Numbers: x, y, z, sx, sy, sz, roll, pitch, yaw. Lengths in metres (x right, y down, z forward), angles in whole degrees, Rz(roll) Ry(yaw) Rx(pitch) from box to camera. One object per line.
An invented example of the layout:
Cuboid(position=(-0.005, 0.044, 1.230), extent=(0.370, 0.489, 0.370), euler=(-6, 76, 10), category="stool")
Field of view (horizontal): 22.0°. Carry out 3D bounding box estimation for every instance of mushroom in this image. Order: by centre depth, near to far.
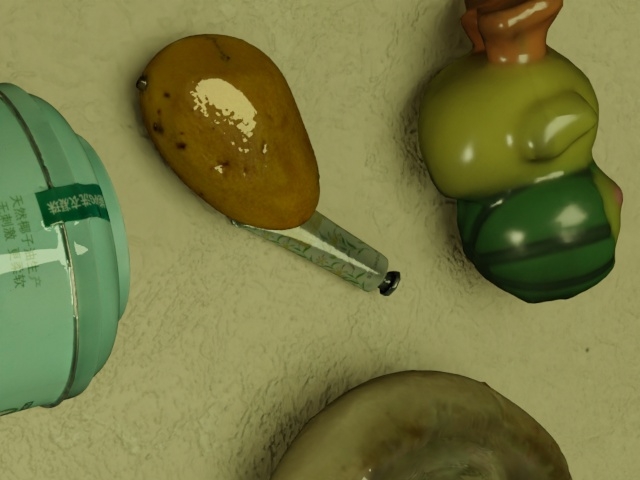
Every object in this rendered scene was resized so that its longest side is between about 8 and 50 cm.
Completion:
Cuboid(position=(0.115, 0.311, 1.635), extent=(0.362, 0.295, 0.362), euler=(-2, 94, -30), category="mushroom")

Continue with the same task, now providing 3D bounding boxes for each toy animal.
Cuboid(position=(0.204, -0.096, 1.738), extent=(0.191, 0.216, 0.338), euler=(-15, 104, -1), category="toy animal")

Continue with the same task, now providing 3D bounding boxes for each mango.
Cuboid(position=(-0.079, -0.105, 1.612), extent=(0.227, 0.109, 0.147), euler=(46, 67, -21), category="mango")

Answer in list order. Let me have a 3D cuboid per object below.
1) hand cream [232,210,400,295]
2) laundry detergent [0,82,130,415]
Cuboid(position=(0.000, 0.000, 1.704), extent=(0.194, 0.042, 0.067), euler=(31, 78, -23), category="hand cream")
Cuboid(position=(-0.333, 0.022, 1.370), extent=(0.305, 0.287, 0.287), euler=(-14, 99, -29), category="laundry detergent")
